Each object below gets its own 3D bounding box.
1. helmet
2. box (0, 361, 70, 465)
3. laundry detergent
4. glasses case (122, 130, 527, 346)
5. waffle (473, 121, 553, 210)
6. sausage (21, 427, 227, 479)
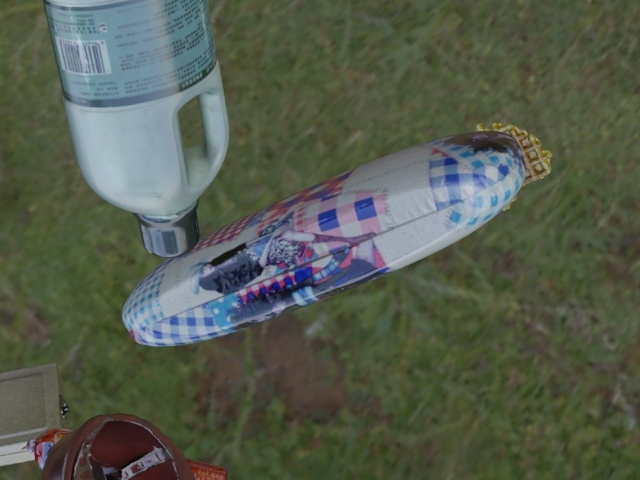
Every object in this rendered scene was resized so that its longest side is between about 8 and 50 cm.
[{"bbox_3d":[-0.132,0.152,0.975,0.057,0.089,0.111,-12,146,37],"label":"helmet"},{"bbox_3d":[-0.263,0.153,1.431,0.083,0.079,0.035,-10,143,0],"label":"box"},{"bbox_3d":[-0.107,-0.084,1.005,0.070,0.099,0.225,45,151,46],"label":"laundry detergent"},{"bbox_3d":[0.000,0.000,1.212,0.327,0.125,0.076,-22,99,19],"label":"glasses case"},{"bbox_3d":[0.160,-0.065,1.450,0.078,0.016,0.085,33,112,2],"label":"waffle"},{"bbox_3d":[-0.125,0.144,1.031,0.129,0.034,0.034,15,129,-8],"label":"sausage"}]
